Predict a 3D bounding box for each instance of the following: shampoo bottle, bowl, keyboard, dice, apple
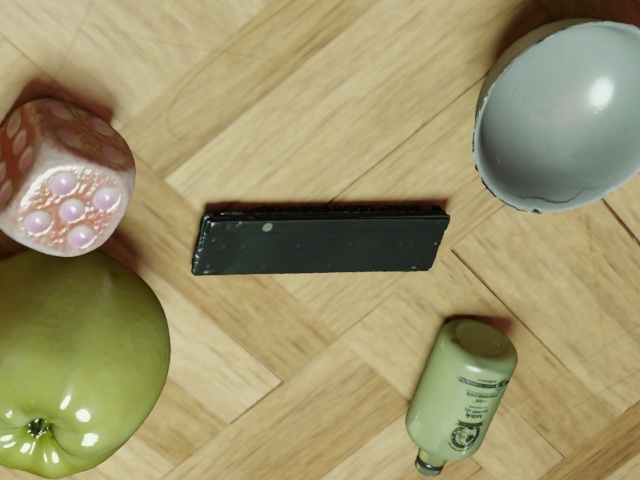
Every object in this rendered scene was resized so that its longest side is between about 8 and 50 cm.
[{"bbox_3d":[0.126,0.158,1.790,0.079,0.079,0.162,4,124,-25],"label":"shampoo bottle"},{"bbox_3d":[0.200,-0.122,1.602,0.189,0.086,0.189,-11,127,-15],"label":"bowl"},{"bbox_3d":[0.000,-0.001,1.655,0.231,0.023,0.072,-1,133,-22],"label":"keyboard"},{"bbox_3d":[-0.206,-0.049,1.481,0.091,0.093,0.094,21,115,-34],"label":"dice"},{"bbox_3d":[-0.216,0.097,1.537,0.200,0.200,0.200,-12,129,-15],"label":"apple"}]
